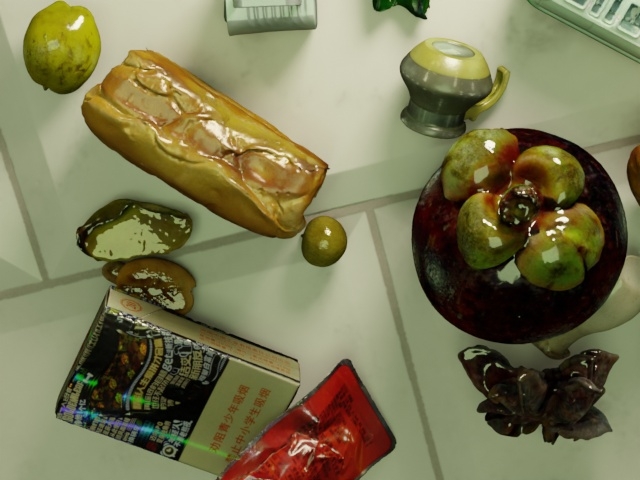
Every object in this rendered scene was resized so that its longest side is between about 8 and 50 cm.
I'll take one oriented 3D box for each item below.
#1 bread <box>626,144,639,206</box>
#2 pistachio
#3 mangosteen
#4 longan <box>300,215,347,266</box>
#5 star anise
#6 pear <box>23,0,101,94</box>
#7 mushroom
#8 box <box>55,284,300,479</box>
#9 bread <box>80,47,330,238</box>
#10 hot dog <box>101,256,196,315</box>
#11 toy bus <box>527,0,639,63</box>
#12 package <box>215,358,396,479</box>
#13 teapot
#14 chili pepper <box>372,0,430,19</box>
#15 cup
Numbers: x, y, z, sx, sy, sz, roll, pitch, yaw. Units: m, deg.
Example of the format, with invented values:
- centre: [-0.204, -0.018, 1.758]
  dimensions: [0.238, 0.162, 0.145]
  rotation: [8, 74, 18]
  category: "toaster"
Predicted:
- centre: [0.553, -0.047, 1.584]
  dimensions: [0.312, 0.312, 0.172]
  rotation: [42, 86, -6]
  category: "bread"
- centre: [-0.273, -0.021, 1.761]
  dimensions: [0.173, 0.049, 0.089]
  rotation: [-8, 109, 0]
  category: "pistachio"
- centre: [0.257, -0.002, 1.597]
  dimensions: [0.300, 0.300, 0.300]
  rotation: [1, 104, 4]
  category: "mangosteen"
- centre: [0.000, 0.000, 1.740]
  dimensions: [0.083, 0.075, 0.075]
  rotation: [23, 109, 41]
  category: "longan"
- centre: [0.316, 0.222, 1.698]
  dimensions: [0.212, 0.129, 0.283]
  rotation: [-8, 146, 21]
  category: "star anise"
- centre: [-0.362, -0.269, 1.678]
  dimensions: [0.107, 0.107, 0.131]
  rotation: [23, 100, -2]
  category: "pear"
- centre: [0.387, 0.096, 1.716]
  dimensions: [0.212, 0.097, 0.088]
  rotation: [-36, 83, 19]
  category: "mushroom"
- centre: [-0.207, 0.217, 1.762]
  dimensions: [0.310, 0.084, 0.198]
  rotation: [23, 109, -13]
  category: "box"
- centre: [-0.157, -0.126, 1.656]
  dimensions: [0.344, 0.195, 0.149]
  rotation: [32, 98, -1]
  category: "bread"
- centre: [-0.255, 0.068, 1.779]
  dimensions: [0.140, 0.060, 0.090]
  rotation: [3, 103, -7]
  category: "hot dog"
- centre: [0.390, -0.346, 1.589]
  dimensions: [0.276, 0.133, 0.164]
  rotation: [27, 104, -2]
  category: "toy bus"
- centre: [-0.021, 0.319, 1.761]
  dimensions: [0.269, 0.071, 0.194]
  rotation: [-33, 128, -11]
  category: "package"
- centre: [0.183, -0.209, 1.655]
  dimensions: [0.166, 0.130, 0.119]
  rotation: [-3, 123, -27]
  category: "teapot"
- centre: [0.107, -0.409, 1.633]
  dimensions: [0.098, 0.061, 0.224]
  rotation: [-10, 101, -1]
  category: "chili pepper"
- centre: [-0.071, -0.329, 1.632]
  dimensions: [0.129, 0.128, 0.095]
  rotation: [-3, 102, 2]
  category: "cup"
